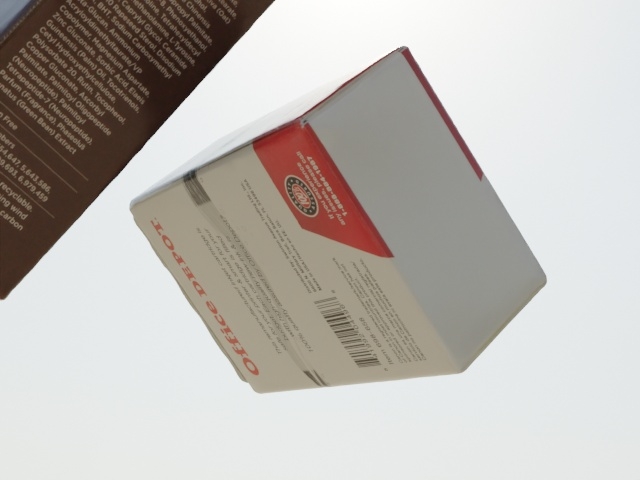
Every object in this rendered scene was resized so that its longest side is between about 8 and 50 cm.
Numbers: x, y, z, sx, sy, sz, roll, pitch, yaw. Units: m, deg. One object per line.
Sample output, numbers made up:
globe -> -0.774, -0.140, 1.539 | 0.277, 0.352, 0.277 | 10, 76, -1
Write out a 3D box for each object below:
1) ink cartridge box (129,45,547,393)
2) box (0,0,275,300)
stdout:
ink cartridge box -> 0.000, 0.000, 0.839 | 0.273, 0.114, 0.197 | -17, -71, 55
box -> -0.185, -0.160, 0.855 | 0.143, 0.381, 0.191 | 44, -7, -34
